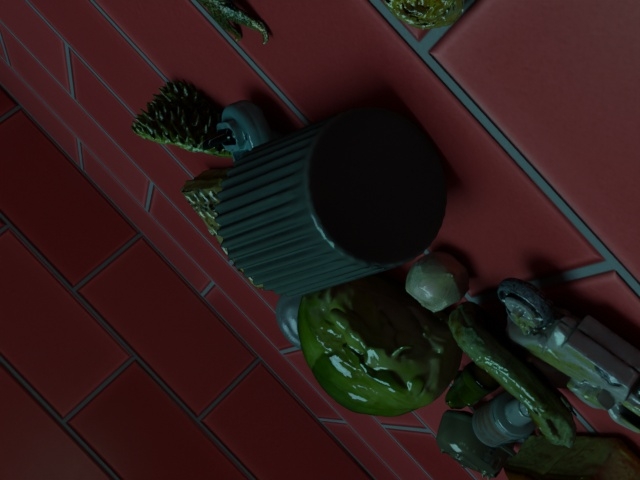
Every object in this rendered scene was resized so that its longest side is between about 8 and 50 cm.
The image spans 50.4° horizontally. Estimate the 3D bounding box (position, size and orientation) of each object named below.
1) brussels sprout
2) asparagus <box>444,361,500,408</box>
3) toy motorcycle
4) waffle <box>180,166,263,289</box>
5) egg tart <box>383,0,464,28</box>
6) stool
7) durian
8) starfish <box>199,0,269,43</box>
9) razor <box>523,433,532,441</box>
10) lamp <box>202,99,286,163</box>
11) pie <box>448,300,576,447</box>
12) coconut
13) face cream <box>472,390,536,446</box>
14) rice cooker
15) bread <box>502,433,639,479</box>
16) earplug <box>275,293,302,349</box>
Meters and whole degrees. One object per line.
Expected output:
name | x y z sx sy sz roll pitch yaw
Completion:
brussels sprout | 0.122 0.220 1.473 0.371 0.276 0.314 22 136 33
asparagus | 0.333 0.323 1.503 0.082 0.085 0.343 16 160 8
toy motorcycle | 0.413 0.191 1.079 0.341 0.108 0.223 38 164 16
waffle | -0.193 -0.024 1.820 0.376 0.114 0.261 55 158 -22
egg tart | 0.122 -0.310 0.800 0.129 0.049 0.128 33 152 20
stool | 0.017 -0.060 1.139 0.297 0.297 0.330 51 154 -13
durian | -0.305 -0.243 1.588 0.395 0.163 0.198 23 152 34
starfish | -0.161 -0.418 1.152 0.208 0.053 0.176 47 150 -19
razor | 0.473 0.461 1.547 0.040 0.068 0.134 19 134 46
lamp | -0.112 -0.150 1.387 0.284 0.147 0.209 50 161 -22
pie | 0.339 0.228 1.199 0.302 0.067 0.302 43 -168 -11
coconut | 0.217 0.075 1.240 0.110 0.110 0.124 46 166 1
face cream | 0.401 0.367 1.428 0.101 0.101 0.251 41 158 13
rice cooker | 0.370 0.483 1.629 0.206 0.127 0.145 40 160 -22
bread | 0.574 0.541 1.360 0.333 0.143 0.323 45 160 2
earplug | -0.012 0.224 1.835 0.326 0.175 0.214 -3 113 62
